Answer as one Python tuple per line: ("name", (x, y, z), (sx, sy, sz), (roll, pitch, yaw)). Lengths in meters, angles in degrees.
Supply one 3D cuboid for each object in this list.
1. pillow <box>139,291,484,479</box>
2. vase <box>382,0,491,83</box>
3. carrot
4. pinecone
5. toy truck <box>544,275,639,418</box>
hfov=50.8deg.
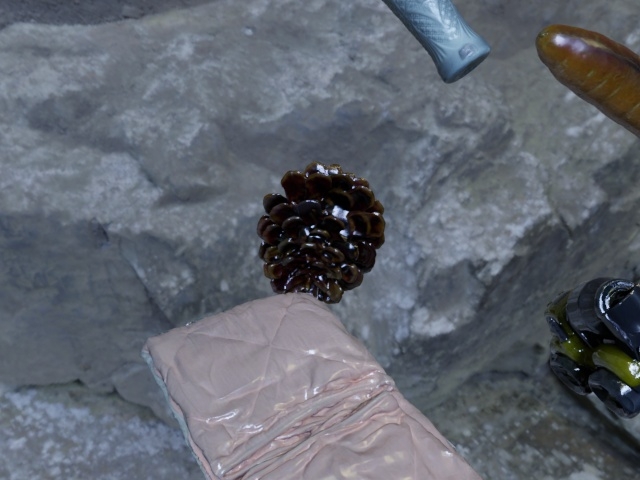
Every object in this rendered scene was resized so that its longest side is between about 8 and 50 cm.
("pillow", (0.000, 0.103, 0.348), (0.126, 0.232, 0.043), (-17, 131, -29))
("vase", (0.136, -0.318, 0.908), (0.096, 0.219, 0.096), (-35, 175, -3))
("carrot", (0.198, -0.106, 0.446), (0.139, 0.048, 0.048), (26, 106, -19))
("pinecone", (-0.001, -0.003, 1.213), (0.246, 0.292, 0.247), (3, 120, 5))
("toy truck", (0.378, 0.116, 0.895), (0.147, 0.165, 0.224), (-40, -175, -6))
